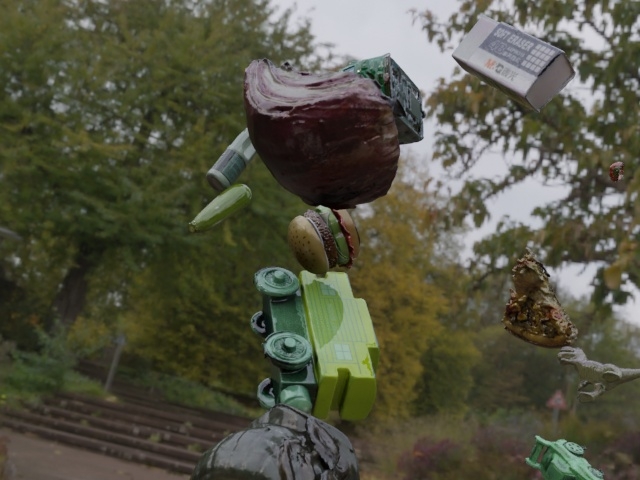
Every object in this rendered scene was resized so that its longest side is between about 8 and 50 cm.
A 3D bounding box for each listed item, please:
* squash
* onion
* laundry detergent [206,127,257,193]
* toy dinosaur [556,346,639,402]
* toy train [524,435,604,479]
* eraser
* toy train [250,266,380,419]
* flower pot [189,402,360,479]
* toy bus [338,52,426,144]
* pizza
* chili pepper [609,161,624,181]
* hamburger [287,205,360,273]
[{"bbox_3d":[-0.252,-0.080,2.025,0.066,0.201,0.066,33,-36,28],"label":"squash"},{"bbox_3d":[-0.015,-0.145,1.325,0.314,0.146,0.280,10,-50,35],"label":"onion"},{"bbox_3d":[-0.209,-0.230,2.113,0.070,0.226,0.099,29,-19,20],"label":"laundry detergent"},{"bbox_3d":[0.628,0.277,1.718,0.251,0.072,0.200,-5,12,27],"label":"toy dinosaur"},{"bbox_3d":[0.464,0.441,1.519,0.081,0.099,0.149,11,20,-21],"label":"toy train"},{"bbox_3d":[0.426,-0.401,1.808,0.086,0.130,0.287,37,6,-41],"label":"eraser"},{"bbox_3d":[-0.014,0.222,1.802,0.272,0.442,0.179,4,-56,-12],"label":"toy train"},{"bbox_3d":[-0.061,0.434,1.334,0.301,0.302,0.213,5,18,27],"label":"flower pot"},{"bbox_3d":[0.173,-0.403,2.358,0.199,0.184,0.343,-5,-13,23],"label":"toy bus"},{"bbox_3d":[0.614,0.191,2.237,0.251,0.074,0.288,37,-40,44],"label":"pizza"},{"bbox_3d":[0.679,-0.156,1.837,0.027,0.045,0.178,12,8,24],"label":"chili pepper"},{"bbox_3d":[-0.001,-0.003,1.826,0.136,0.175,0.175,-23,-5,-21],"label":"hamburger"}]
